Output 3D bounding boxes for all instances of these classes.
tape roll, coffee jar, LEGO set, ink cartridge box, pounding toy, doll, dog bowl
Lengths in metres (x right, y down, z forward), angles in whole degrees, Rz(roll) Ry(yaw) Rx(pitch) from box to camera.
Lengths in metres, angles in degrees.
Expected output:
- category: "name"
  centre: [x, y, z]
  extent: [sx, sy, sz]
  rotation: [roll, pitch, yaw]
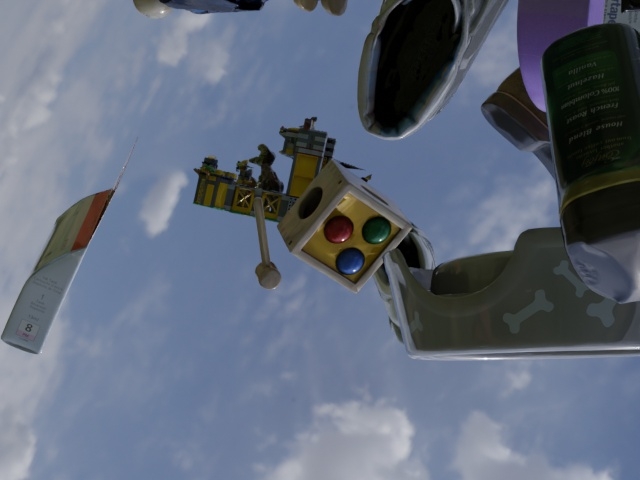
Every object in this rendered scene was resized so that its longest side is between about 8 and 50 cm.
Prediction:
- category: "tape roll"
  centre: [0.338, -0.286, 1.322]
  extent: [0.090, 0.275, 0.274]
  rotation: [14, -106, 33]
- category: "coffee jar"
  centre: [0.200, -0.053, 0.738]
  extent: [0.079, 0.096, 0.184]
  rotation: [-17, -131, 23]
- category: "LEGO set"
  centre: [-0.073, -0.129, 1.915]
  extent: [0.255, 0.331, 0.192]
  rotation: [12, -90, 20]
- category: "ink cartridge box"
  centre: [-0.295, -0.007, 1.282]
  extent: [0.189, 0.066, 0.232]
  rotation: [-96, -151, -67]
- category: "pounding toy"
  centre: [-0.011, 0.000, 1.505]
  extent: [0.206, 0.181, 0.094]
  rotation: [-51, -151, 12]
- category: "doll"
  centre: [-0.077, -0.202, 0.866]
  extent: [0.189, 0.129, 0.046]
  rotation: [7, -82, 35]
- category: "dog bowl"
  centre: [0.233, 0.059, 1.028]
  extent: [0.349, 0.349, 0.102]
  rotation: [-13, -103, 56]

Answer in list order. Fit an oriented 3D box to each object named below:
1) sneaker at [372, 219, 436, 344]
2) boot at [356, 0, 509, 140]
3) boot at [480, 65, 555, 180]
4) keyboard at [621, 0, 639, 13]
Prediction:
- category: "sneaker"
  centre: [0.126, 0.014, 1.762]
  extent: [0.123, 0.146, 0.330]
  rotation: [-21, -146, -1]
- category: "boot"
  centre: [0.100, -0.188, 0.751]
  extent: [0.123, 0.095, 0.258]
  rotation: [-60, 171, -67]
- category: "boot"
  centre: [0.372, -0.128, 1.522]
  extent: [0.115, 0.305, 0.112]
  rotation: [-49, -169, -13]
- category: "keyboard"
  centre: [0.301, -0.303, 1.003]
  extent: [0.023, 0.108, 0.180]
  rotation: [-73, 159, -72]
